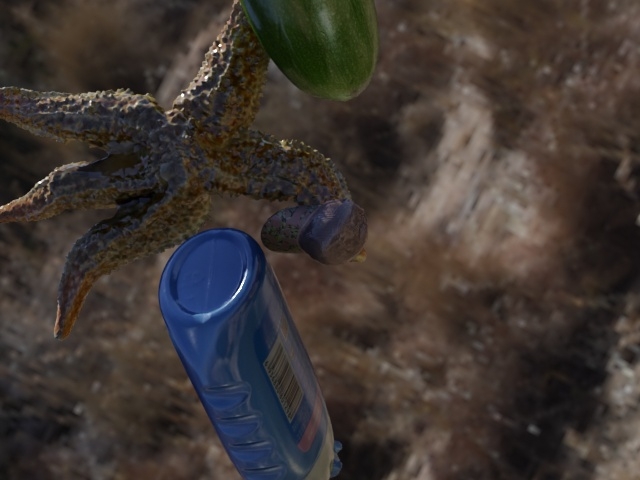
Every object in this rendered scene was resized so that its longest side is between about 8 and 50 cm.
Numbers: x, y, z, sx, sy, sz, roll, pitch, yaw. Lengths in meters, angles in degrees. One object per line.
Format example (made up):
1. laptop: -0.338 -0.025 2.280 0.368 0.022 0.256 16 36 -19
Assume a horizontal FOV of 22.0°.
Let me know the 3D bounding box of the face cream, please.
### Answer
1. face cream: -0.047 0.112 1.292 0.149 0.083 0.264 -84 -19 -45

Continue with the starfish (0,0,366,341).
1. starfish: -0.145 -0.077 1.305 0.294 0.301 0.084 -20 -10 7

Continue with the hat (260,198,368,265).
1. hat: -0.002 0.002 1.237 0.087 0.058 0.042 -21 55 22

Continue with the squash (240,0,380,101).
1. squash: -0.039 -0.272 1.235 0.107 0.107 0.395 -71 -32 -58
